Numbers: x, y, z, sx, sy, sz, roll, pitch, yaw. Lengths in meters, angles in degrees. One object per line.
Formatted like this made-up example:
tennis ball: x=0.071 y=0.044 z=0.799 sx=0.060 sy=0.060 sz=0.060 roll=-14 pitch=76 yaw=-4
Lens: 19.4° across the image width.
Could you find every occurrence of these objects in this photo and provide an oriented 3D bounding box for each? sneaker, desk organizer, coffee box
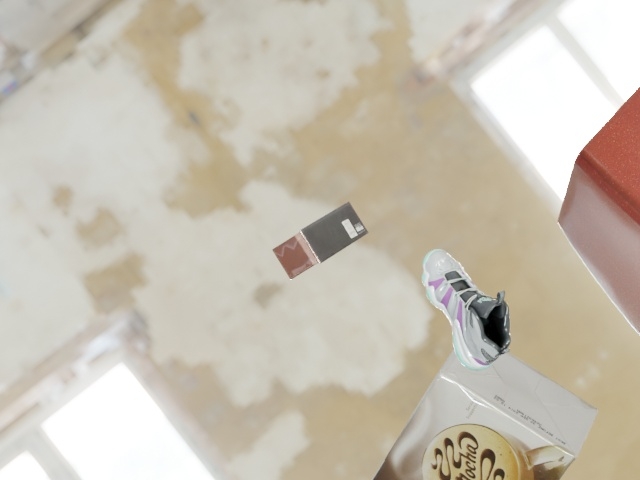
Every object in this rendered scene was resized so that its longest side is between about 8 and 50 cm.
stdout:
sneaker: x=0.115 y=0.044 z=1.390 sx=0.038 sy=0.098 sz=0.069 roll=-23 pitch=172 yaw=-29
desk organizer: x=0.000 y=0.000 z=2.247 sx=0.050 sy=0.047 sz=0.130 roll=-32 pitch=180 yaw=33
coffee box: x=0.147 y=0.268 z=2.020 sx=0.297 sy=0.168 sz=0.119 roll=-60 pitch=174 yaw=30

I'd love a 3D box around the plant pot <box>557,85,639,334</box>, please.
plant pot: x=0.414 y=-0.045 z=2.059 sx=0.267 sy=0.236 sz=0.267 roll=-46 pitch=163 yaw=-18
